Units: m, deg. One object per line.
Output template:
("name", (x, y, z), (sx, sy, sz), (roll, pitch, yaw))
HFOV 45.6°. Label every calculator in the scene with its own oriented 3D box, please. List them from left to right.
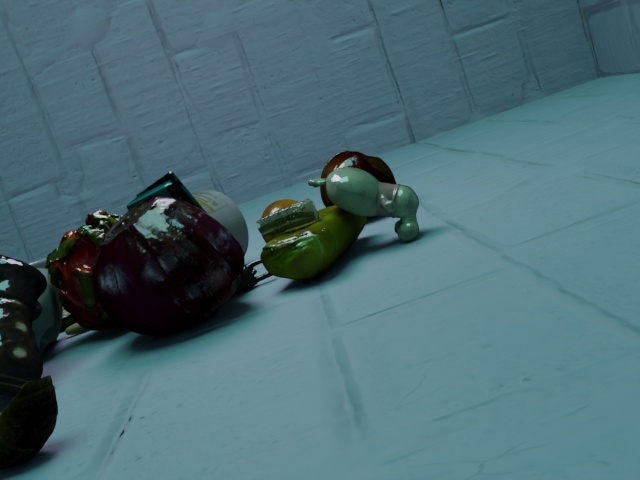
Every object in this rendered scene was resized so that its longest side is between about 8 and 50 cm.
("calculator", (-0.325, -0.016, 1.777), (0.248, 0.274, 0.058), (-15, 25, 51))

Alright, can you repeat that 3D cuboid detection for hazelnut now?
("hazelnut", (0.103, -0.147, 2.168), (0.217, 0.217, 0.251), (-19, 0, 2))

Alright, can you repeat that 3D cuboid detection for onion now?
("onion", (-0.341, 0.067, 1.600), (0.336, 0.282, 0.260), (4, 44, 43))

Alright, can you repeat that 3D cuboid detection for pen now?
("pen", (-0.547, 0.192, 1.964), (0.233, 0.040, 0.032), (-20, 23, -6))

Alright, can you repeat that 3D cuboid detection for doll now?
("doll", (-0.208, 0.096, 1.806), (0.165, 0.057, 0.139), (-34, 18, -27))
("doll", (0.113, -0.104, 1.730), (0.275, 0.113, 0.155), (27, 13, 6))

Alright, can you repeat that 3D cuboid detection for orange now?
("orange", (-0.083, -0.030, 1.982), (0.159, 0.159, 0.136), (-30, -27, -47))

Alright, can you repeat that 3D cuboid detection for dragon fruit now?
("dragon fruit", (-0.519, 0.075, 1.828), (0.237, 0.303, 0.231), (26, 43, 30))

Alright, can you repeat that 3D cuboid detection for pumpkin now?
("pumpkin", (-0.469, 0.284, 1.134), (0.183, 0.108, 0.119), (-25, 1, 13))

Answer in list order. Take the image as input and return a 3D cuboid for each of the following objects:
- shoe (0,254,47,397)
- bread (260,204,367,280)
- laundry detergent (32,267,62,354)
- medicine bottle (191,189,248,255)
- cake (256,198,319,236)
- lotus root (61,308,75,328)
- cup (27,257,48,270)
("shoe", (-0.656, 0.156, 1.571), (0.384, 0.171, 0.237), (26, 87, 47))
("bread", (0.000, 0.000, 1.757), (0.166, 0.112, 0.383), (-18, 9, 23))
("laundry detergent", (-0.688, 0.177, 1.838), (0.105, 0.215, 0.280), (-1, 3, -14))
("medicine bottle", (-0.351, 0.002, 2.046), (0.238, 0.238, 0.232), (-12, 11, 35))
("cake", (-0.072, -0.050, 1.687), (0.140, 0.051, 0.055), (-19, 10, 7))
("lotus root", (-0.741, 0.217, 2.125), (0.329, 0.078, 0.167), (-19, 30, -4))
("cup", (-0.898, 0.175, 2.302), (0.347, 0.163, 0.347), (-21, 2, 1))
